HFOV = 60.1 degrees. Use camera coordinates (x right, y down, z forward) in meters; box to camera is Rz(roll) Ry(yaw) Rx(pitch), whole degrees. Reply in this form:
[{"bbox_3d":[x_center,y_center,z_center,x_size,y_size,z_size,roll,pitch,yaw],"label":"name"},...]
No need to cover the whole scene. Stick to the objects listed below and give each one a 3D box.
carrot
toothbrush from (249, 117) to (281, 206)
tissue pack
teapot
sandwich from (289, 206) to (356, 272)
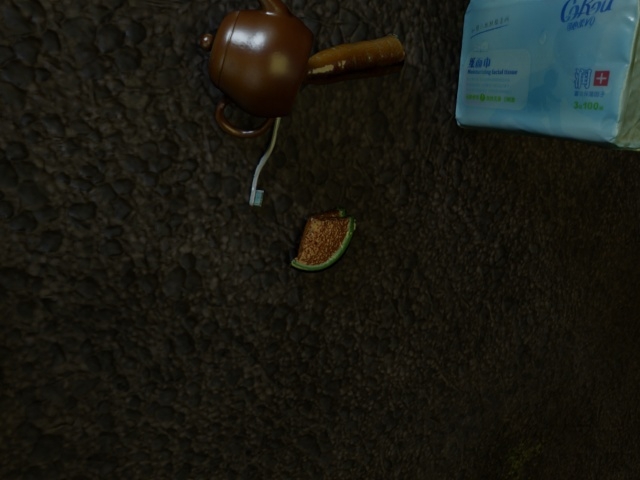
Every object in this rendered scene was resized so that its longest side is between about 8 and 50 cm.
[{"bbox_3d":[0.033,-0.212,0.653,0.139,0.048,0.048,-18,115,-24],"label":"carrot"},{"bbox_3d":[-0.060,-0.118,0.647,0.017,0.014,0.162,10,101,-19],"label":"toothbrush"},{"bbox_3d":[0.278,-0.212,0.671,0.089,0.263,0.177,-7,109,-26],"label":"tissue pack"},{"bbox_3d":[-0.072,-0.183,0.571,0.116,0.116,0.173,-3,134,-31],"label":"teapot"},{"bbox_3d":[0.004,-0.001,0.719,0.069,0.026,0.101,25,89,-31],"label":"sandwich"}]
